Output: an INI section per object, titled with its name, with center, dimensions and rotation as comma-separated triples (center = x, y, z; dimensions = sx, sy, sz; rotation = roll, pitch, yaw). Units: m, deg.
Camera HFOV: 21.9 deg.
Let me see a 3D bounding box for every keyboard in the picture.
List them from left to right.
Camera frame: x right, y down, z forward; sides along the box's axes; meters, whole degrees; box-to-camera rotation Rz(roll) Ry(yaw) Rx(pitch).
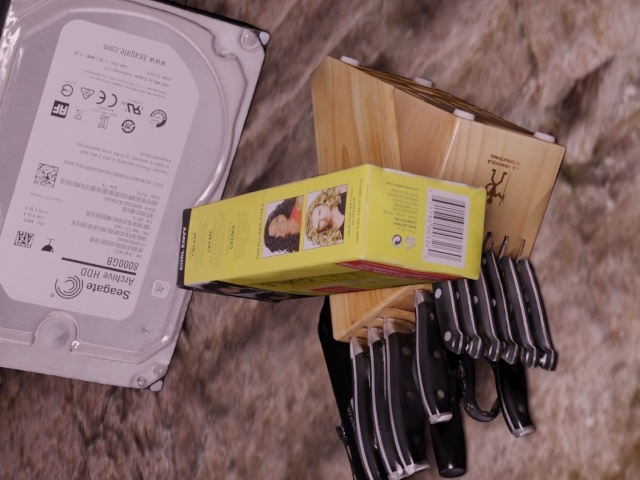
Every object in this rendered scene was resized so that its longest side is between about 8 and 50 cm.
[keyboard]
center = 0.039, 0.125, 1.116
dimensions = 0.100, 0.038, 0.192
rotation = 108, 151, -60

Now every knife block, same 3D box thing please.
[knife block]
center = 0.055, 0.024, 1.089
dimensions = 0.276, 0.088, 0.242
rotation = 36, 109, 58

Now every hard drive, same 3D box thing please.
[hard drive]
center = -0.200, -0.050, 1.413
dimensions = 0.064, 0.237, 0.339
rotation = 34, 108, 59

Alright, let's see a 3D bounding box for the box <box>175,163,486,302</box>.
[box]
center = 0.000, 0.000, 1.020
dimensions = 0.232, 0.087, 0.058
rotation = -11, 72, 57
